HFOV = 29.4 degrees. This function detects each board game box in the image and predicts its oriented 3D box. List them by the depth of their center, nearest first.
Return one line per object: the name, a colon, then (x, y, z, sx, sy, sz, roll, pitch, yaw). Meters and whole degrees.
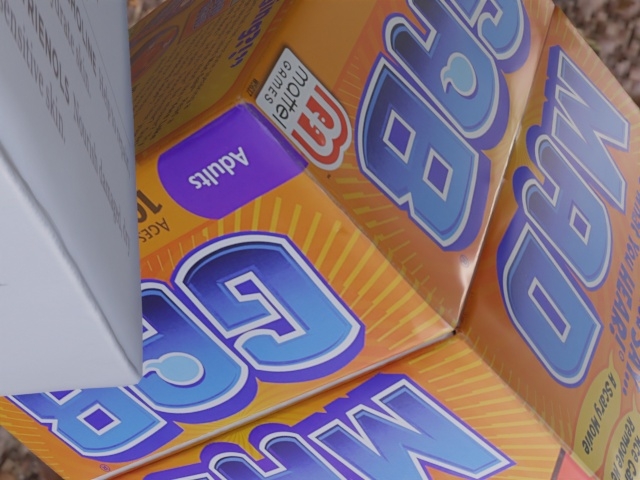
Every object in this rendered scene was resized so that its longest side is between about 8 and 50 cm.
board game box: (0.000, 0.000, 0.883, 0.356, 0.356, 0.356, 46, 41, -20)

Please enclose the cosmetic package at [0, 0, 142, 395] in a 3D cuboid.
cosmetic package: (-0.256, -0.151, 0.455, 0.327, 0.329, 0.394, 88, -6, -71)
